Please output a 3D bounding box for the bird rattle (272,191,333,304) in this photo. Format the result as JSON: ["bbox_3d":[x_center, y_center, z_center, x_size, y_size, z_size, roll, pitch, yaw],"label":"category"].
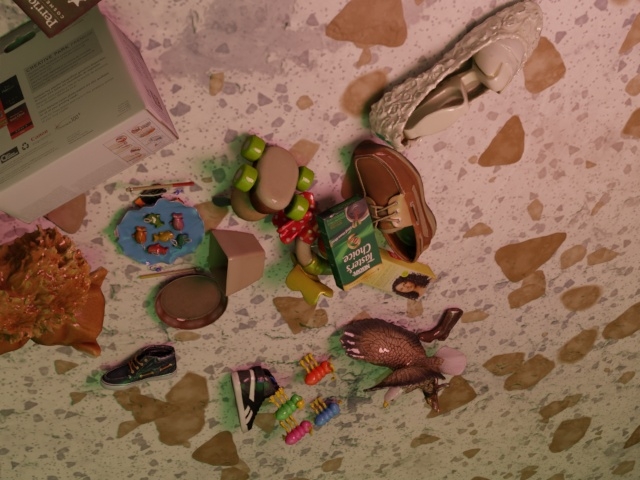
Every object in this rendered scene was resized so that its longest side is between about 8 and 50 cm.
[{"bbox_3d":[0.000,0.000,1.561,0.207,0.143,0.253,-10,116,-10],"label":"bird rattle"}]

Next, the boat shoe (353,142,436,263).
[{"bbox_3d":[0.164,-0.071,1.523,0.123,0.120,0.324,-3,141,35],"label":"boat shoe"}]

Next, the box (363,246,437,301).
[{"bbox_3d":[0.167,0.075,1.707,0.232,0.058,0.087,19,118,-29],"label":"box"}]

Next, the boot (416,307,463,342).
[{"bbox_3d":[0.323,0.224,1.890,0.106,0.037,0.114,1,131,-35],"label":"boot"}]

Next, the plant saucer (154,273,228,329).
[{"bbox_3d":[-0.298,0.138,1.621,0.168,0.029,0.168,-9,129,-12],"label":"plant saucer"}]

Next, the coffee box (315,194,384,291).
[{"bbox_3d":[0.065,0.006,1.506,0.113,0.040,0.184,-27,119,-21],"label":"coffee box"}]

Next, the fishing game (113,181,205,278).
[{"bbox_3d":[-0.335,-0.010,1.476,0.189,0.041,0.264,-6,134,-17],"label":"fishing game"}]

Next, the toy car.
[{"bbox_3d":[-0.134,-0.099,1.451,0.155,0.149,0.188,30,141,-27],"label":"toy car"}]

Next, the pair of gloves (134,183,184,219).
[{"bbox_3d":[-0.332,-0.078,1.451,0.074,0.010,0.083,-35,128,14],"label":"pair of gloves"}]

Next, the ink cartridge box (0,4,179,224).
[{"bbox_3d":[-0.441,-0.227,1.189,0.309,0.272,0.130,-28,161,5],"label":"ink cartridge box"}]

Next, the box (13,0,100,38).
[{"bbox_3d":[-0.380,-0.447,1.039,0.203,0.167,0.168,-33,130,9],"label":"box"}]

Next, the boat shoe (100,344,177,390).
[{"bbox_3d":[-0.437,0.299,1.685,0.183,0.065,0.083,-9,128,-20],"label":"boat shoe"}]

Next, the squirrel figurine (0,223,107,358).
[{"bbox_3d":[-0.567,0.126,1.310,0.370,0.281,0.397,13,161,-35],"label":"squirrel figurine"}]

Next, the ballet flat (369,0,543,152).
[{"bbox_3d":[0.288,-0.307,1.398,0.409,0.147,0.147,-35,130,9],"label":"ballet flat"}]

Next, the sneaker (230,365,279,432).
[{"bbox_3d":[-0.164,0.423,1.859,0.121,0.079,0.217,-11,130,-11],"label":"sneaker"}]

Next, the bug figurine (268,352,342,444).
[{"bbox_3d":[-0.030,0.444,1.893,0.216,0.072,0.279,-36,138,-25],"label":"bug figurine"}]

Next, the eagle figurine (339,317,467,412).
[{"bbox_3d":[0.214,0.332,1.795,0.226,0.225,0.298,-6,144,39],"label":"eagle figurine"}]

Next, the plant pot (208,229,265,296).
[{"bbox_3d":[-0.180,0.042,1.540,0.096,0.109,0.109,-11,131,-26],"label":"plant pot"}]
